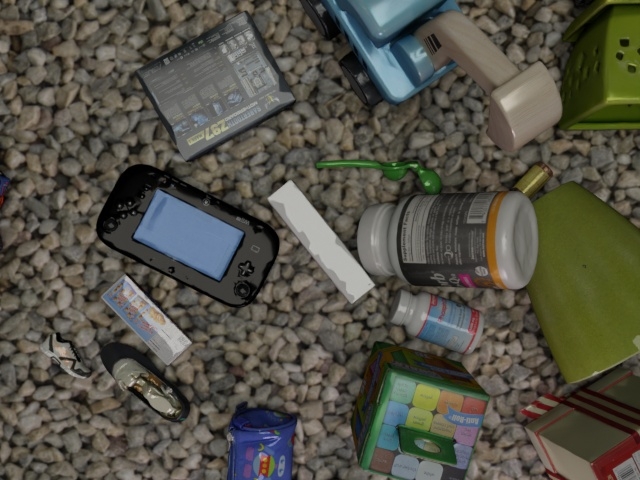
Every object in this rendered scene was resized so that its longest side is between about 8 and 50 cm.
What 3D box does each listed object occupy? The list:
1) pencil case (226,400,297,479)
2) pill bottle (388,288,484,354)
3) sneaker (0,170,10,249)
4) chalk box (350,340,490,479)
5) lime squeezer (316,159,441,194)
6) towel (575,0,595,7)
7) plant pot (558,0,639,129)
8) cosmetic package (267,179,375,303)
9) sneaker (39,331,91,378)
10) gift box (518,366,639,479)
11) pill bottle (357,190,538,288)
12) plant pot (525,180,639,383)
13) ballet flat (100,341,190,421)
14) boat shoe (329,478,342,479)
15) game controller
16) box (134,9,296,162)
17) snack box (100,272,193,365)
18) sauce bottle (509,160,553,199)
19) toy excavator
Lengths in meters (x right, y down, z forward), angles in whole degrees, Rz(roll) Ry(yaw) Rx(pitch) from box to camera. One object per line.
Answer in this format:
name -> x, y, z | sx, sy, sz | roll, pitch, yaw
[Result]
pencil case -> -0.117, 0.458, 1.332 | 0.133, 0.119, 0.306 | 3, 94, -26
pill bottle -> 0.212, 0.145, 1.343 | 0.160, 0.087, 0.087 | 20, 93, -4
sneaker -> -0.598, -0.086, 1.303 | 0.087, 0.083, 0.221 | -11, 97, -9
chalk box -> 0.166, 0.303, 1.250 | 0.180, 0.289, 0.179 | 16, 93, -3
lime squeezer -> 0.150, -0.103, 1.352 | 0.310, 0.059, 0.110 | 31, 124, -4
towel -> 0.502, -0.536, 1.214 | 0.121, 0.284, 0.235 | -4, 93, -1
plant pot -> 0.551, -0.313, 1.265 | 0.227, 0.228, 0.207 | -2, 86, -2
cosmetic package -> 0.000, 0.000, 1.321 | 0.060, 0.099, 0.239 | -39, 94, 0
sneaker -> -0.464, 0.212, 1.345 | 0.109, 0.040, 0.044 | 39, 89, -4
gift box -> 0.516, 0.388, 1.283 | 0.276, 0.258, 0.255 | -24, 95, -8
pill bottle -> 0.214, -0.001, 1.244 | 0.278, 0.162, 0.162 | 0, 95, 34
plant pot -> 0.467, 0.054, 1.281 | 0.275, 0.275, 0.293 | -32, 78, 0
ballet flat -> -0.323, 0.262, 1.339 | 0.203, 0.074, 0.074 | 42, 91, -4
boat shoe -> 0.074, 0.600, 1.357 | 0.110, 0.104, 0.307 | -21, 94, -1
game controller -> -0.238, -0.009, 1.327 | 0.319, 0.067, 0.166 | 27, 92, -4
box -> -0.186, -0.274, 1.315 | 0.232, 0.059, 0.183 | -30, 94, -1
snack box -> -0.321, 0.146, 1.355 | 0.064, 0.022, 0.178 | -43, 94, 2
sauce bottle -> 0.375, -0.090, 1.357 | 0.128, 0.042, 0.042 | -45, 94, 0
toy excavator -> 0.158, -0.323, 1.132 | 0.222, 0.445, 0.433 | -33, 94, 1
